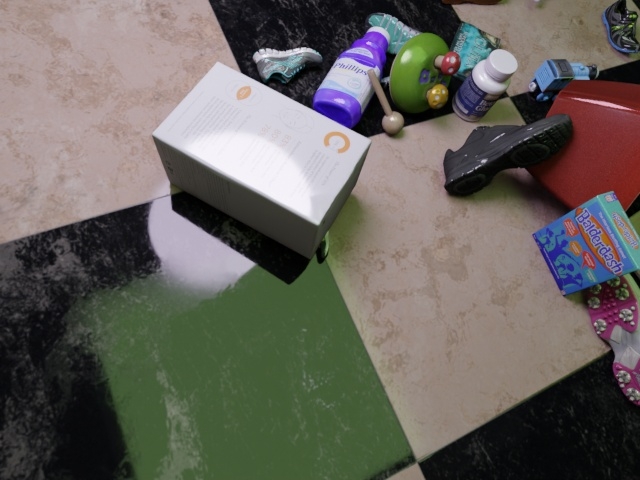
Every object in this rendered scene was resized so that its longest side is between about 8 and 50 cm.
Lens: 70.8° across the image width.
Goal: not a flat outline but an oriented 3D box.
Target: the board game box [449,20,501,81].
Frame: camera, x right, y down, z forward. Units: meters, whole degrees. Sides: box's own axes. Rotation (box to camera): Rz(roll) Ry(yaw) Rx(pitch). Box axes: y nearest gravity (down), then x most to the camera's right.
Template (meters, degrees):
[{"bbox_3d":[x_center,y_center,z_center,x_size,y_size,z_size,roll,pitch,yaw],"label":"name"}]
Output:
[{"bbox_3d":[0.411,-0.505,1.224,0.126,0.026,0.186,25,66,-1],"label":"board game box"}]

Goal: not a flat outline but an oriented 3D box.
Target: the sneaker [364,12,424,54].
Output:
[{"bbox_3d":[0.221,-0.523,1.182,0.223,0.083,0.098,33,32,11],"label":"sneaker"}]

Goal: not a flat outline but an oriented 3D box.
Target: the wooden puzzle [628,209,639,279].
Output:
[{"bbox_3d":[0.930,0.030,1.097,0.347,0.080,0.322,-27,77,-20],"label":"wooden puzzle"}]

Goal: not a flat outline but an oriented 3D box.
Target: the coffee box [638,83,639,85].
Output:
[{"bbox_3d":[0.872,-0.359,1.202,0.246,0.141,0.098,-39,82,-23],"label":"coffee box"}]

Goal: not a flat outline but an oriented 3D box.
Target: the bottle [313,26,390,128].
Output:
[{"bbox_3d":[0.087,-0.395,1.074,0.118,0.092,0.283,21,65,17],"label":"bottle"}]

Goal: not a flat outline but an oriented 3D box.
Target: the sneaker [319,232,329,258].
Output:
[{"bbox_3d":[0.000,0.000,0.946,0.035,0.031,0.083,0,63,-2],"label":"sneaker"}]

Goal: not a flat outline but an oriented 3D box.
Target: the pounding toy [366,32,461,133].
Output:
[{"bbox_3d":[0.243,-0.361,1.037,0.237,0.183,0.110,-37,43,-14],"label":"pounding toy"}]

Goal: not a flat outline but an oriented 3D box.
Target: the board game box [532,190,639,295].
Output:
[{"bbox_3d":[0.565,0.015,0.956,0.047,0.210,0.160,-14,72,-17],"label":"board game box"}]

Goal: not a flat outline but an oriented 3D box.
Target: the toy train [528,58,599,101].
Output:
[{"bbox_3d":[0.652,-0.427,1.201,0.184,0.105,0.080,-6,71,-14],"label":"toy train"}]

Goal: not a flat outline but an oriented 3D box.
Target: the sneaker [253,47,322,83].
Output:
[{"bbox_3d":[-0.075,-0.413,1.079,0.166,0.065,0.076,-8,88,-11],"label":"sneaker"}]

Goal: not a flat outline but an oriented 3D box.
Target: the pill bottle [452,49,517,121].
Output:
[{"bbox_3d":[0.399,-0.375,1.093,0.094,0.169,0.094,4,69,-10],"label":"pill bottle"}]

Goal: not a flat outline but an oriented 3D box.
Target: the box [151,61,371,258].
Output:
[{"bbox_3d":[-0.110,-0.155,0.890,0.345,0.168,0.215,29,66,6],"label":"box"}]

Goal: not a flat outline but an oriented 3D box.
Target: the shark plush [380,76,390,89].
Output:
[{"bbox_3d":[0.207,-0.408,1.148,0.161,0.073,0.067,-18,52,4],"label":"shark plush"}]

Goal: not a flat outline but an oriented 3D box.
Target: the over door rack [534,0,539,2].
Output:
[{"bbox_3d":[0.549,-0.770,1.264,0.239,0.108,0.324,25,32,-2],"label":"over door rack"}]

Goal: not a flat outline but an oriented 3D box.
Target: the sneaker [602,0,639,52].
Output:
[{"bbox_3d":[0.914,-0.644,1.354,0.067,0.078,0.188,-3,70,-12],"label":"sneaker"}]

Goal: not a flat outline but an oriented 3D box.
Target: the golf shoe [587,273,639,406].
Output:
[{"bbox_3d":[0.687,0.197,0.978,0.140,0.115,0.306,-6,77,-25],"label":"golf shoe"}]

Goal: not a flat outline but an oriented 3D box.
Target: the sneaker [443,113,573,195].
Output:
[{"bbox_3d":[0.395,-0.212,0.995,0.109,0.286,0.130,31,46,-45],"label":"sneaker"}]

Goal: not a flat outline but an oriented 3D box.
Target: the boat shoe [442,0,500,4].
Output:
[{"bbox_3d":[0.438,-0.728,1.290,0.206,0.073,0.073,-4,72,-14],"label":"boat shoe"}]

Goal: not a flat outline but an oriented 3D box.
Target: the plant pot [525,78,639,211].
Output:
[{"bbox_3d":[0.621,-0.221,1.017,0.235,0.267,0.267,31,40,21],"label":"plant pot"}]
